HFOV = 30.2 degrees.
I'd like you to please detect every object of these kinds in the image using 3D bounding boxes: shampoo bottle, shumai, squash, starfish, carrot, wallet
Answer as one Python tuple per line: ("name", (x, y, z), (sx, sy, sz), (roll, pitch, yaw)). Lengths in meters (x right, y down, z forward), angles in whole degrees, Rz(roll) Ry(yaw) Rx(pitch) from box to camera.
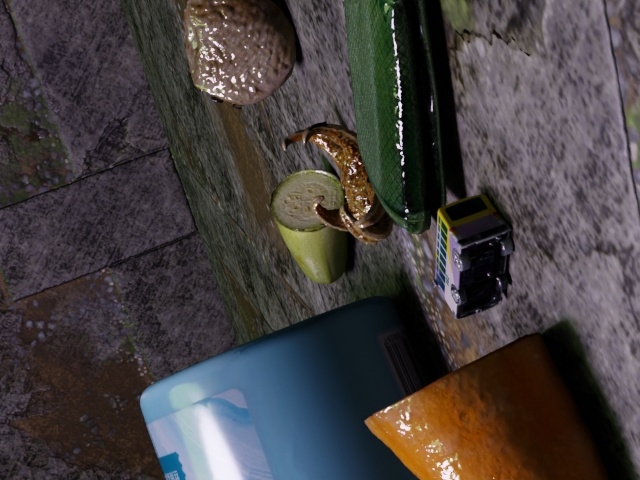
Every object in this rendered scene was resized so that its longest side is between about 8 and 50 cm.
("shampoo bottle", (-0.002, 0.274, 1.364), (0.331, 0.331, 0.343), (130, 119, -77))
("shumai", (-0.093, -0.234, 1.401), (0.116, 0.145, 0.146), (-87, -20, -72))
("squash", (0.000, 0.000, 1.508), (0.094, 0.094, 0.224), (62, 175, 29))
("starfish", (0.027, -0.064, 1.244), (0.190, 0.074, 0.146), (-145, 34, -70))
("carrot", (0.161, 0.198, 0.956), (0.225, 0.159, 0.159), (58, 167, 6))
("wallet", (0.059, -0.140, 1.019), (0.160, 0.055, 0.236), (-122, 21, -53))

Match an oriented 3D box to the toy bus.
("toy bus", (0.125, 0.014, 0.997), (0.102, 0.052, 0.058), (86, 162, -51))
